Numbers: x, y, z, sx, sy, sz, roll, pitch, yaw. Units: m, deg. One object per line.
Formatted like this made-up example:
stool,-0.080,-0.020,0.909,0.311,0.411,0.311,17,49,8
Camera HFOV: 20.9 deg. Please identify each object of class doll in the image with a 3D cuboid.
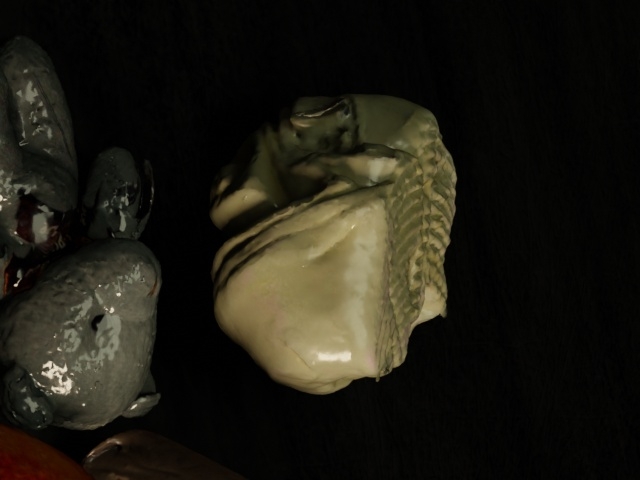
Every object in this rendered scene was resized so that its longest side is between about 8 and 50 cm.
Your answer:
doll,-0.214,-0.005,1.424,0.246,0.158,0.340,-14,97,-57

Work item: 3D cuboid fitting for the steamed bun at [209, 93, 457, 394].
steamed bun,0.000,0.000,1.614,0.320,0.206,0.275,-35,128,-70

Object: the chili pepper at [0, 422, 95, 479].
chili pepper,-0.337,0.232,1.284,0.305,0.229,0.251,22,77,-33

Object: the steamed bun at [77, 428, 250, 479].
steamed bun,-0.132,0.332,1.449,0.199,0.251,0.301,48,62,-45
